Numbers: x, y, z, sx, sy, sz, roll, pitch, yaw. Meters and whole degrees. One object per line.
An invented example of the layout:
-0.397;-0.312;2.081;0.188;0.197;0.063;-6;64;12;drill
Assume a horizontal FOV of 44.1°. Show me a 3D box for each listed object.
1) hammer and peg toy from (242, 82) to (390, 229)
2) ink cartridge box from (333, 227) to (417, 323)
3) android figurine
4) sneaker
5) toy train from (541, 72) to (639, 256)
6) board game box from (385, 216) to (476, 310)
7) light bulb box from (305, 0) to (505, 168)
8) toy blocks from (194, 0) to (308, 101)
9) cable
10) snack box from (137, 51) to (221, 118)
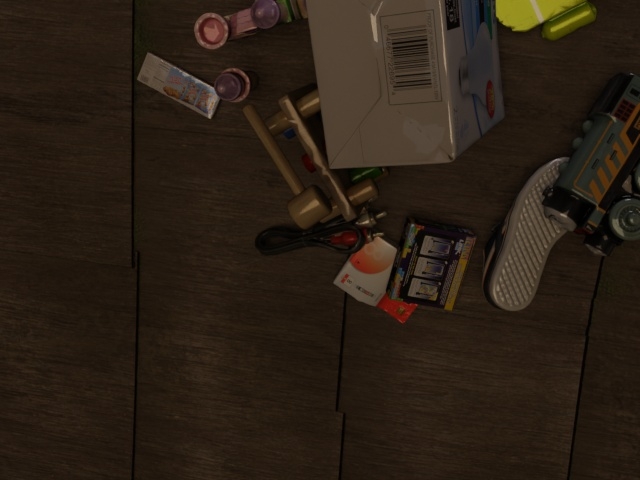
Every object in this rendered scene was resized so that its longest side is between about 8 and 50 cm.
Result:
0.006;-0.167;1.450;0.127;0.361;0.266;-28;98;17;hammer and peg toy
0.137;0.080;1.662;0.179;0.045;0.145;36;110;3;ink cartridge box
0.402;-0.488;1.440;0.273;0.056;0.248;-27;99;17;android figurine
0.404;-0.015;1.549;0.126;0.127;0.321;30;85;-4;sneaker
0.547;-0.142;1.444;0.190;0.142;0.334;31;92;4;toy train
0.224;0.048;1.614;0.141;0.048;0.170;11;108;-11;board game box
0.157;-0.337;1.342;0.225;0.361;0.358;1;110;26;light bulb box
-0.103;-0.428;1.451;0.289;0.260;0.309;-12;103;15;toy blocks
0.000;0.000;1.633;0.287;0.139;0.072;-22;141;22;cable
-0.290;-0.322;1.645;0.178;0.022;0.064;29;108;3;snack box
